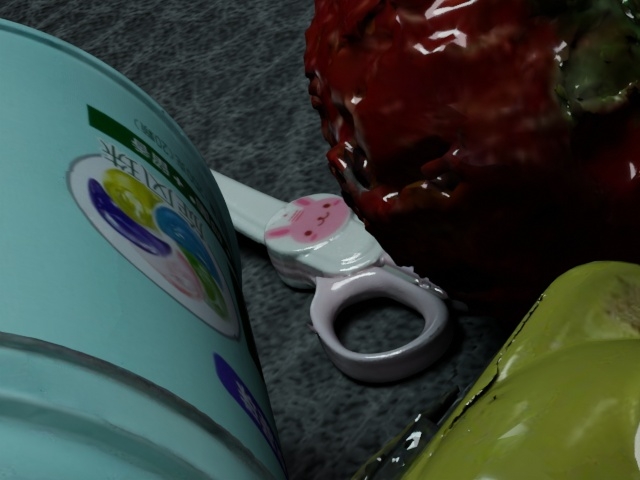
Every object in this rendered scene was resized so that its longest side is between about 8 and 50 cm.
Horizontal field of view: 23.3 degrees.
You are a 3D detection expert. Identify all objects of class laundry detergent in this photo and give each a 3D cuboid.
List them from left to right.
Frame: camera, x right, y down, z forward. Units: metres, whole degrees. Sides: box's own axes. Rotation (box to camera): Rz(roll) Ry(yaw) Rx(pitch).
[{"bbox_3d":[-0.149,0.105,0.553,0.287,0.287,0.305,-23,32,2],"label":"laundry detergent"}]

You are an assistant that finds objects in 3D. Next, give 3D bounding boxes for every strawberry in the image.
[{"bbox_3d":[0.115,-0.073,0.712,0.274,0.274,0.220,-43,4,-27],"label":"strawberry"}]

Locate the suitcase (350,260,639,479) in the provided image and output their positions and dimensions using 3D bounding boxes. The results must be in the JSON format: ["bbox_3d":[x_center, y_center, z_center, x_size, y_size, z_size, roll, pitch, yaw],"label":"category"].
[{"bbox_3d":[0.102,0.128,0.398,0.235,0.143,0.194,35,57,10],"label":"suitcase"}]

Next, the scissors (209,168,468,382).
[{"bbox_3d":[0.000,0.000,0.843,0.118,0.030,0.242,-38,37,-22],"label":"scissors"}]
